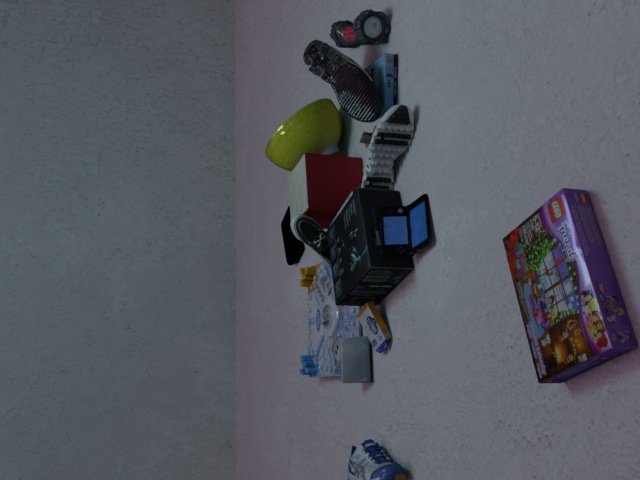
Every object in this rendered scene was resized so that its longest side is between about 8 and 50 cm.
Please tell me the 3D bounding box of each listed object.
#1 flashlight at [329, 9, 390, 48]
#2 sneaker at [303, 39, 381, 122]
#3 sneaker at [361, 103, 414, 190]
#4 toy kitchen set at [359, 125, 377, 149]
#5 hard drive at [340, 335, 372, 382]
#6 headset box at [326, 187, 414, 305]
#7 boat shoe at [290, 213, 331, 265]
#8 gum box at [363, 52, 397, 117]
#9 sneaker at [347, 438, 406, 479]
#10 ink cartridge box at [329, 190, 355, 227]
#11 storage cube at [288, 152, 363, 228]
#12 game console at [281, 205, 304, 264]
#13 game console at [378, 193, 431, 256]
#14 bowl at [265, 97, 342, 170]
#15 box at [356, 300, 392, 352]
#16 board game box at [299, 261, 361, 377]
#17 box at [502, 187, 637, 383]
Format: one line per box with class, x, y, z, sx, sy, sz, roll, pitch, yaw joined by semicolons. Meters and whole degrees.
flashlight;0.108;-0.645;2.167;0.304;0.103;0.103;-144;58;-66
sneaker;0.096;-0.461;2.070;0.122;0.146;0.330;-48;60;23
sneaker;0.173;-0.259;1.952;0.118;0.110;0.292;-96;20;-47
toy kitchen set;0.142;-0.316;2.084;0.083;0.068;0.075;112;152;-43
hard drive;0.105;0.354;2.098;0.094;0.022;0.135;-7;78;25
headset box;0.133;0.019;1.977;0.283;0.131;0.246;124;144;-56
boat shoe;0.000;0.000;2.146;0.078;0.219;0.070;-52;28;-10
gum box;0.168;-0.441;2.066;0.184;0.041;0.157;172;100;-71
sneaker;0.137;0.609;1.931;0.296;0.111;0.131;137;132;-62
ink cartridge box;0.106;-0.073;2.115;0.207;0.097;0.046;123;145;-56
storage cube;0.018;-0.149;2.231;0.183;0.193;0.215;139;131;-64
game console;-0.081;-0.081;2.722;0.361;0.044;0.213;117;148;-49
game console;0.213;-0.039;1.808;0.085;0.124;0.144;82;-174;-64
bowl;-0.025;-0.315;2.346;0.156;0.289;0.289;52;148;11
box;0.155;0.249;2.004;0.136;0.028;0.081;61;149;22
board game box;0.022;0.249;2.332;0.390;0.050;0.390;154;118;-63
box;0.427;0.083;1.251;0.201;0.057;0.293;126;142;-56
